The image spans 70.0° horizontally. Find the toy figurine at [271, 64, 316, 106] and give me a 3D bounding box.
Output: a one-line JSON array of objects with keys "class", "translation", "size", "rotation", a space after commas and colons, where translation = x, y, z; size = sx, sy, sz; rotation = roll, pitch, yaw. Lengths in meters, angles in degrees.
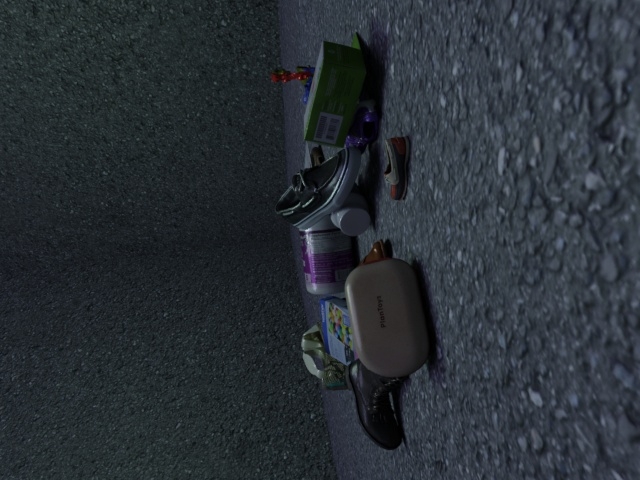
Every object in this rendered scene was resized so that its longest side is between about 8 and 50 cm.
[{"class": "toy figurine", "translation": [-0.054, -0.464, 1.540], "size": [0.363, 0.191, 0.217], "rotation": [-112, 11, -65]}]

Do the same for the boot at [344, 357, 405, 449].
[{"class": "boot", "translation": [0.152, 0.368, 1.124], "size": [0.263, 0.091, 0.229], "rotation": [61, 150, 24]}]

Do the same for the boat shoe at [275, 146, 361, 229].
[{"class": "boat shoe", "translation": [-0.019, -0.126, 1.158], "size": [0.335, 0.119, 0.121], "rotation": [-45, 34, 50]}]

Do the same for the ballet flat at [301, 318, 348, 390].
[{"class": "ballet flat", "translation": [0.013, 0.443, 1.866], "size": [0.483, 0.181, 0.164], "rotation": [-119, 22, -70]}]

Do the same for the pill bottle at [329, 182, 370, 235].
[{"class": "pill bottle", "translation": [0.071, -0.092, 1.225], "size": [0.180, 0.107, 0.108], "rotation": [-110, 15, -57]}]

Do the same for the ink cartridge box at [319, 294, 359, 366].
[{"class": "ink cartridge box", "translation": [0.076, 0.280, 1.396], "size": [0.311, 0.065, 0.186], "rotation": [-170, 72, -65]}]

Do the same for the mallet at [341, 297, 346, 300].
[{"class": "mallet", "translation": [0.100, 0.173, 1.556], "size": [0.190, 0.062, 0.039], "rotation": [-79, -12, -64]}]

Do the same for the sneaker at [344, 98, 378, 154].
[{"class": "sneaker", "translation": [0.095, -0.247, 1.062], "size": [0.170, 0.068, 0.071], "rotation": [100, 155, -64]}]

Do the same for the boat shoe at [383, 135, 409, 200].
[{"class": "boat shoe", "translation": [0.144, -0.137, 0.887], "size": [0.049, 0.043, 0.137], "rotation": [-110, 13, -51]}]

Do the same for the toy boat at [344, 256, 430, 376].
[{"class": "toy boat", "translation": [0.144, 0.155, 0.926], "size": [0.151, 0.150, 0.231], "rotation": [19, -120, -64]}]

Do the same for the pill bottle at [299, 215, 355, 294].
[{"class": "pill bottle", "translation": [0.020, 0.009, 1.460], "size": [0.169, 0.169, 0.302], "rotation": [-154, 58, -81]}]

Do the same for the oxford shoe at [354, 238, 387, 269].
[{"class": "oxford shoe", "translation": [0.122, 0.072, 1.129], "size": [0.212, 0.075, 0.076], "rotation": [97, 166, -55]}]

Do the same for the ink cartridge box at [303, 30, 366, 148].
[{"class": "ink cartridge box", "translation": [0.026, -0.365, 1.068], "size": [0.255, 0.096, 0.189], "rotation": [-93, 16, -48]}]

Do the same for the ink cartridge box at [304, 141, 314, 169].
[{"class": "ink cartridge box", "translation": [-0.018, -0.249, 1.900], "size": [0.239, 0.060, 0.275], "rotation": [100, 162, -62]}]

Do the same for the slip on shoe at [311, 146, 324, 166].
[{"class": "slip on shoe", "translation": [-0.004, -0.322, 1.814], "size": [0.041, 0.051, 0.136], "rotation": [-34, 45, 37]}]
